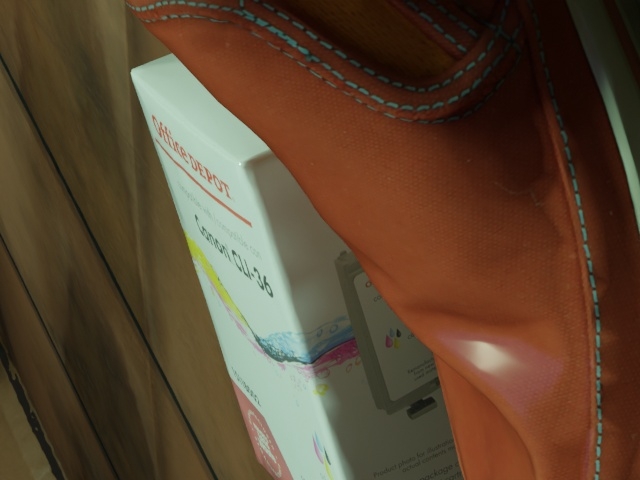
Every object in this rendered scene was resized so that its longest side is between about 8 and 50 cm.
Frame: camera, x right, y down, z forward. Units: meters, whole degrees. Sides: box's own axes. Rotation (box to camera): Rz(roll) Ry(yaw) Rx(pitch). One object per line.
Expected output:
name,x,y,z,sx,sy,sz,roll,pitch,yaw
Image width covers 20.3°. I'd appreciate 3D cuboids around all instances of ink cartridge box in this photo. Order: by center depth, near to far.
ink cartridge box,0.000,0.000,0.565,0.115,0.067,0.198,39,148,61

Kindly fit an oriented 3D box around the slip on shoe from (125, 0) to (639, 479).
slip on shoe,0.006,-0.057,0.401,0.123,0.101,0.331,25,137,66
